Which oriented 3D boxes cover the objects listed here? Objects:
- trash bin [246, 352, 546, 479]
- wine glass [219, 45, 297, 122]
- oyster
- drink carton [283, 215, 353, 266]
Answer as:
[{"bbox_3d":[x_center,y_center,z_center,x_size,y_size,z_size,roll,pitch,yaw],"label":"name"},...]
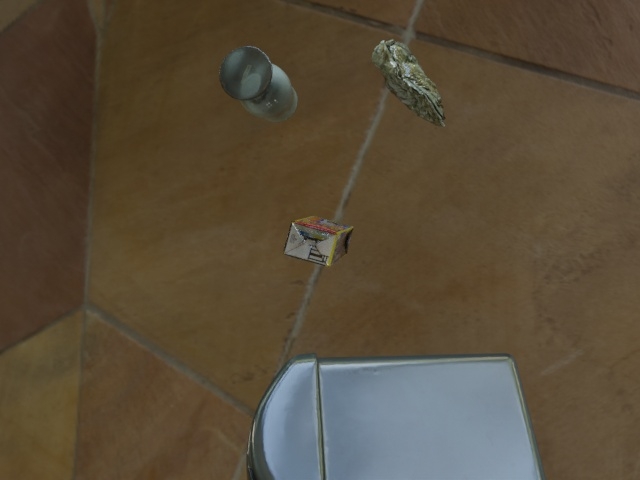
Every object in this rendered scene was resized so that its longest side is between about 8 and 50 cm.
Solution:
[{"bbox_3d":[0.057,0.183,0.671,0.236,0.101,0.177,-3,47,-1],"label":"trash bin"},{"bbox_3d":[-0.097,-0.256,1.353,0.093,0.202,0.093,-1,87,13],"label":"wine glass"},{"bbox_3d":[0.139,-0.241,1.226,0.064,0.125,0.177,-38,110,7],"label":"oyster"},{"bbox_3d":[0.000,0.000,1.177,0.071,0.165,0.056,19,97,9],"label":"drink carton"}]
